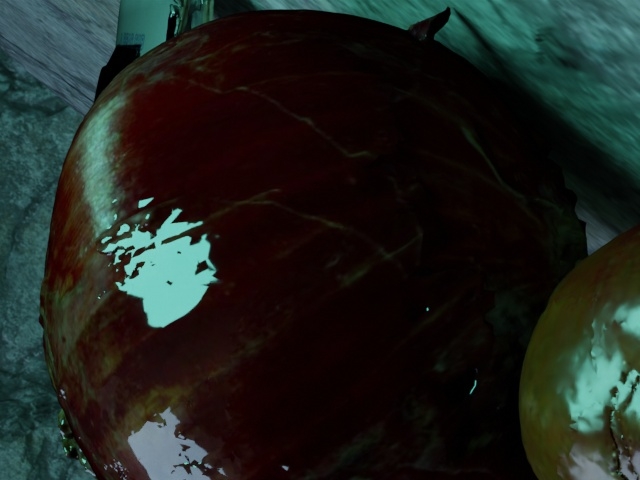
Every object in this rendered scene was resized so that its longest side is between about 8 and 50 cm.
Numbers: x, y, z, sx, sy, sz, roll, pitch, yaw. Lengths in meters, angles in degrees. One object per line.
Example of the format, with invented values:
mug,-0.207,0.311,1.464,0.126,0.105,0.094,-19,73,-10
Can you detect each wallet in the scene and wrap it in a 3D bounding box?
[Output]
wallet,-0.112,-0.053,0.951,0.069,0.231,0.170,3,-170,-17

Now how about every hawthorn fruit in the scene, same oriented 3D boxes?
hawthorn fruit,0.146,0.054,0.562,0.148,0.148,0.172,40,-167,-4

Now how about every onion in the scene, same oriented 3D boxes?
onion,0.000,0.036,0.675,0.276,0.276,0.276,39,174,5
